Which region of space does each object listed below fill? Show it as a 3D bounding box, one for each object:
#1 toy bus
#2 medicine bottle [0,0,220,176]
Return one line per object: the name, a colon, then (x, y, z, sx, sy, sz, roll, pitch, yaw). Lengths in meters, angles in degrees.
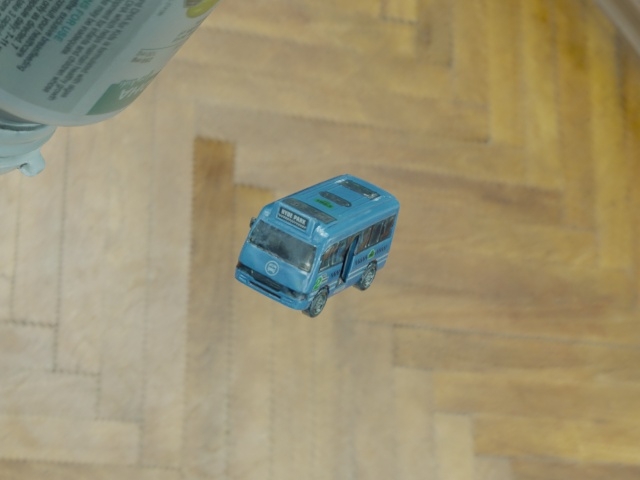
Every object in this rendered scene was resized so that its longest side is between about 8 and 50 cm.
toy bus: (0.000, 0.000, 0.694, 0.038, 0.046, 0.083, 27, 24, 20)
medicine bottle: (-0.126, -0.127, 0.771, 0.135, 0.215, 0.135, 26, 41, -25)
